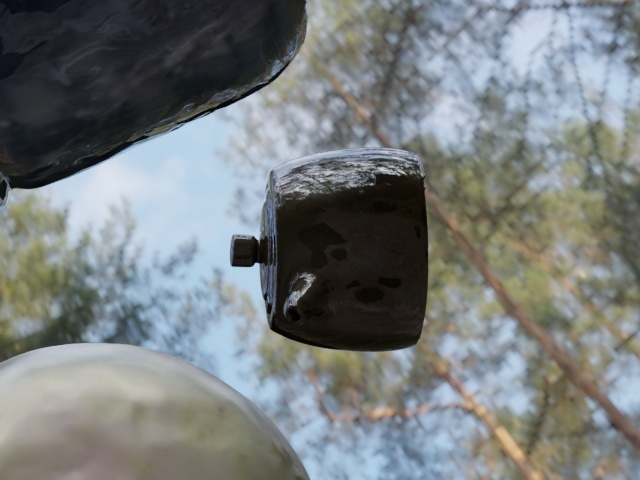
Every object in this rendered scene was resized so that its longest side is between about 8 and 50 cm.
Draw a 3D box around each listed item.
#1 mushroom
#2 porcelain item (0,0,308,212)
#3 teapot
[{"bbox_3d":[-0.125,0.181,0.991,0.246,0.246,0.202,-2,-43,-23],"label":"mushroom"},{"bbox_3d":[-0.084,-0.076,0.369,0.114,0.147,0.147,-28,-52,-10],"label":"porcelain item"},{"bbox_3d":[0.000,0.000,0.672,0.068,0.121,0.076,0,-63,-7],"label":"teapot"}]
